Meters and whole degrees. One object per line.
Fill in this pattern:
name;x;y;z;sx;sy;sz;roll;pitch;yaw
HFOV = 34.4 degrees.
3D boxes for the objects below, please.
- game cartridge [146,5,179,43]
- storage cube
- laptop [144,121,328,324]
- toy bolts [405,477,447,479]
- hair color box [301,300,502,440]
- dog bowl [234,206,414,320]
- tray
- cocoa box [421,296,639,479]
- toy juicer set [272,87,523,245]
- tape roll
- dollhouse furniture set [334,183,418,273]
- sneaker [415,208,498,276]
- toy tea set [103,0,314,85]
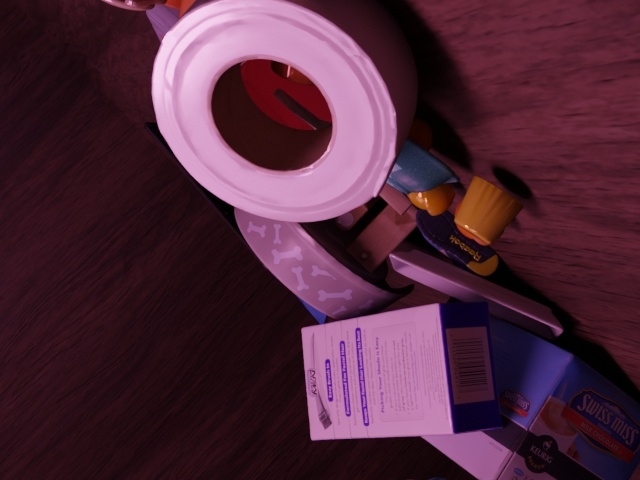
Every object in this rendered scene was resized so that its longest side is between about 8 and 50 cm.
game cartridge;-0.202;-0.307;1.854;0.196;0.060;0.294;38;169;18
storage cube;-0.072;-0.167;1.506;0.193;0.183;0.215;47;172;-9
laptop;-0.155;-0.018;2.039;0.382;0.236;0.408;48;-154;21
toy bolts;0.195;0.447;1.520;0.228;0.218;0.158;44;158;-28
hair color box;0.113;0.204;1.568;0.110;0.185;0.339;2;169;-38
dog bowl;0.000;0.000;1.769;0.349;0.102;0.349;37;-161;-15
tray;0.233;0.075;1.538;0.270;0.030;0.145;24;174;11
cocoa box;0.305;0.271;1.628;0.231;0.228;0.347;36;176;-26
toy juicer set;0.112;-0.107;1.319;0.329;0.089;0.209;33;-178;14
tape roll;-0.038;-0.159;1.143;0.286;0.100;0.286;11;129;13
dollhouse furniture set;0.066;-0.040;1.578;0.144;0.123;0.151;44;-177;3
sneaker;0.197;0.005;1.531;0.144;0.053;0.059;43;173;10
toy tea set;-0.107;-0.309;1.253;0.336;0.124;0.200;24;-157;8
